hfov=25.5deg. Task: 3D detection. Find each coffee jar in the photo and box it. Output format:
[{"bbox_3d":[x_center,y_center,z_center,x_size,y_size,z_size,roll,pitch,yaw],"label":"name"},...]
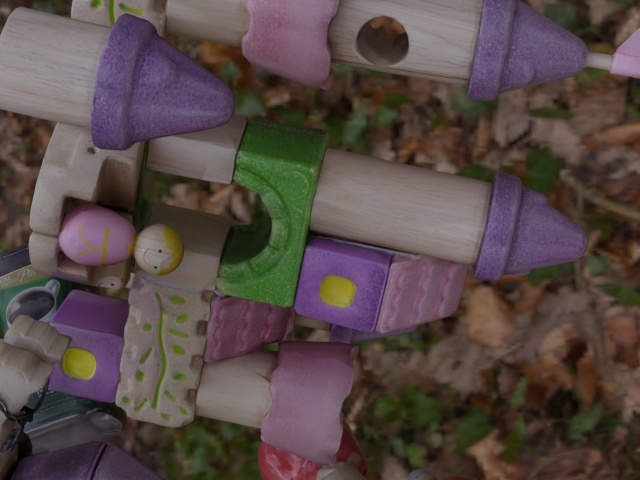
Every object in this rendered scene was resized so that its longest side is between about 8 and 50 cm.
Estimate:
[{"bbox_3d":[-0.228,0.086,1.207,0.096,0.079,0.184,-20,62,9],"label":"coffee jar"}]

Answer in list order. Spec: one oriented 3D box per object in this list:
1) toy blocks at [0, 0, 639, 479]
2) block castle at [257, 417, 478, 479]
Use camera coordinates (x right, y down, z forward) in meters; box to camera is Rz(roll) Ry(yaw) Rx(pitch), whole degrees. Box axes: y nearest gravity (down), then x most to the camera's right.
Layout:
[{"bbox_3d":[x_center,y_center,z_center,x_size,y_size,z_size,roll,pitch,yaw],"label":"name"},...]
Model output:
[{"bbox_3d":[0.000,0.000,0.680,0.260,0.309,0.289,13,119,2],"label":"toy blocks"},{"bbox_3d":[-0.038,0.379,1.258,0.453,0.303,0.213,-52,43,9],"label":"block castle"}]
